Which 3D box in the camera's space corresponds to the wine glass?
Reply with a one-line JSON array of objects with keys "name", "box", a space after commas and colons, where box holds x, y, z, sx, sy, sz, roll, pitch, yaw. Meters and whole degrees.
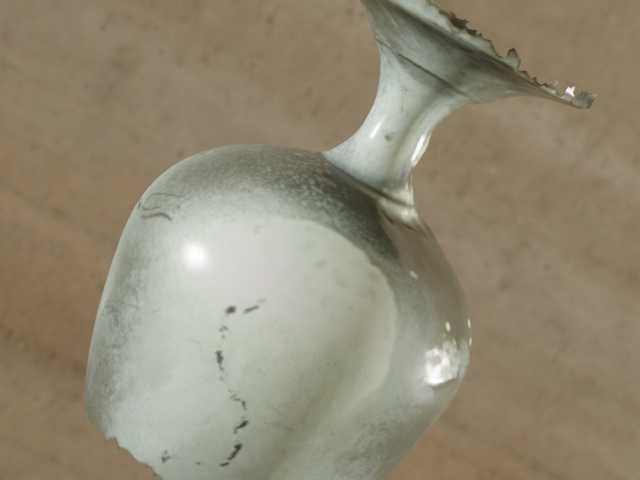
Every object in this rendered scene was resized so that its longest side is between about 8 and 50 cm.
[{"name": "wine glass", "box": [0.000, 0.000, 1.116, 0.238, 0.323, 0.238, 30, 6, -3]}]
